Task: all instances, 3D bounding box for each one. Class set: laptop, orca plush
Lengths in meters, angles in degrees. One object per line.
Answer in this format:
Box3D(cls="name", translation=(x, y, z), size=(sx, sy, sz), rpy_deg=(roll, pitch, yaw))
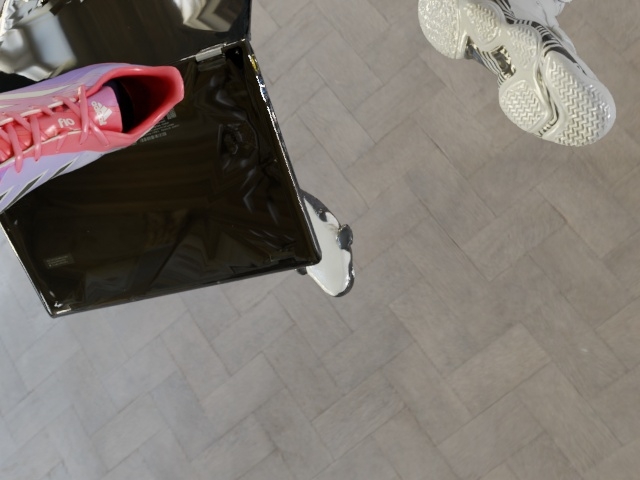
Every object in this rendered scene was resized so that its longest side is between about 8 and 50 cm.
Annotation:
Box3D(cls="laptop", translation=(-0.215, -0.160, 0.854), size=(0.382, 0.236, 0.407), rpy_deg=(-12, 112, 17))
Box3D(cls="orca plush", translation=(0.000, 0.000, 1.462), size=(0.151, 0.102, 0.287), rpy_deg=(-49, 62, 12))

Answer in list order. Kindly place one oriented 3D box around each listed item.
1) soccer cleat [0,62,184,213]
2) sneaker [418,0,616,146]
Box3D(cls="soccer cleat", translation=(-0.197, -0.075, 0.481), size=(0.095, 0.248, 0.083), rpy_deg=(-12, 110, 32))
Box3D(cls="sneaker", translation=(0.330, -0.296, 1.009), size=(0.210, 0.137, 0.366), rpy_deg=(-25, 57, -25))
